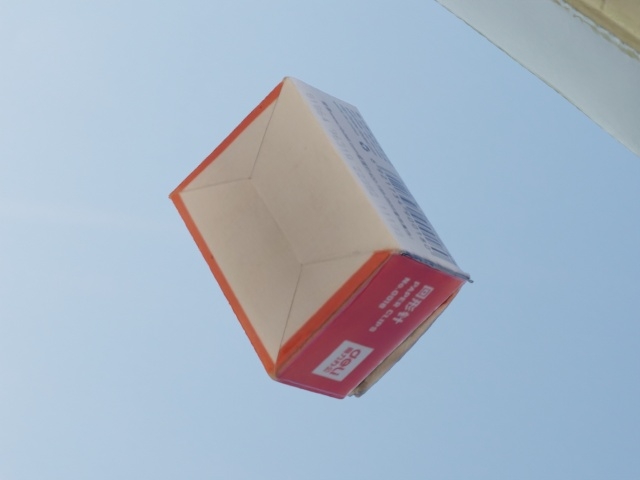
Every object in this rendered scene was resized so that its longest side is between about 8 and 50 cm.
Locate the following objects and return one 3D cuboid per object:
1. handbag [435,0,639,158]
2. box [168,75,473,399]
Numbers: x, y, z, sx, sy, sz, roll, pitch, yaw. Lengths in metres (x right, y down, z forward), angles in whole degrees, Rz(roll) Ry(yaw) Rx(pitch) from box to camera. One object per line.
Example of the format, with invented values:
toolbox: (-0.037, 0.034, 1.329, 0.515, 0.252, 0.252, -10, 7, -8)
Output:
handbag: (0.139, -0.148, 0.715, 0.219, 0.079, 0.256, -38, -123, -18)
box: (0.000, 0.000, 1.331, 0.133, 0.099, 0.182, -47, -127, 19)
